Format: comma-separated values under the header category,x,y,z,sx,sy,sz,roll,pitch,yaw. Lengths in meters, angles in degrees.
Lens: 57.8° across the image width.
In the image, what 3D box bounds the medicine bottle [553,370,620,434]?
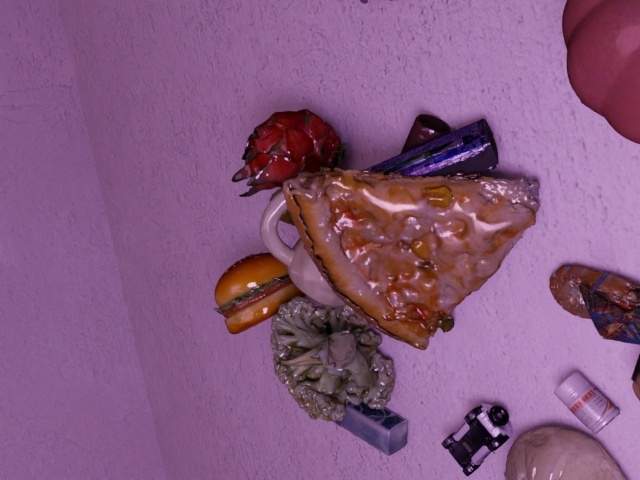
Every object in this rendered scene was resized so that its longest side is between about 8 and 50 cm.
category,x,y,z,sx,sy,sz,roll,pitch,yaw
medicine bottle,0.436,0.266,0.952,0.089,0.057,0.057,49,134,30

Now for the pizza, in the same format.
category,x,y,z,sx,sy,sz,roll,pitch,yaw
pizza,0.155,0.051,1.074,0.434,0.080,0.392,5,127,10

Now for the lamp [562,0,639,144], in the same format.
category,x,y,z,sx,sy,sz,roll,pitch,yaw
lamp,0.437,-0.236,0.663,0.305,0.239,0.306,-6,70,17

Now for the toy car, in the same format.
category,x,y,z,sx,sy,sz,roll,pitch,yaw
toy car,0.310,0.380,1.127,0.080,0.070,0.171,50,136,29

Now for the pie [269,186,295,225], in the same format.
category,x,y,z,sx,sy,sz,roll,pitch,yaw
pie,-0.025,-0.082,1.309,0.187,0.186,0.041,-36,49,49

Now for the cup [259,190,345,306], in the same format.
category,x,y,z,sx,sy,sz,roll,pitch,yaw
cup,0.011,0.011,1.199,0.202,0.255,0.173,-56,41,12

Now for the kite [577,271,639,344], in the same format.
category,x,y,z,sx,sy,sz,roll,pitch,yaw
kite,0.464,0.118,0.869,0.182,0.010,0.160,32,153,12

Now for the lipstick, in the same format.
category,x,y,z,sx,sy,sz,roll,pitch,yaw
lipstick,0.085,0.417,1.404,0.289,0.077,0.076,19,114,45

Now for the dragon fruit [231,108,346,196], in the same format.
category,x,y,z,sx,sy,sz,roll,pitch,yaw
dragon fruit,-0.075,-0.193,1.308,0.273,0.192,0.193,-12,98,9

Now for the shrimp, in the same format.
category,x,y,z,sx,sy,sz,roll,pitch,yaw
shrimp,0.444,0.084,0.909,0.184,0.043,0.092,3,110,56

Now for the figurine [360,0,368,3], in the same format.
category,x,y,z,sx,sy,sz,roll,pitch,yaw
figurine,0.125,-0.511,1.084,0.156,0.094,0.115,32,104,62

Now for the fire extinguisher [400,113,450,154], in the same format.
category,x,y,z,sx,sy,sz,roll,pitch,yaw
fire extinguisher,0.188,-0.123,1.134,0.099,0.071,0.231,34,127,21

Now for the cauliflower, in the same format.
category,x,y,z,sx,sy,sz,roll,pitch,yaw
cauliflower,0.041,0.247,1.295,0.327,0.260,0.281,36,139,-5

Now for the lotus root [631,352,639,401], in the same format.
category,x,y,z,sx,sy,sz,roll,pitch,yaw
lotus root,0.528,0.217,0.777,0.221,0.125,0.118,31,82,45

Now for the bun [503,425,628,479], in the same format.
category,x,y,z,sx,sy,sz,roll,pitch,yaw
bun,0.404,0.435,0.978,0.220,0.134,0.221,18,115,42

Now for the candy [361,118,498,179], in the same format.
category,x,y,z,sx,sy,sz,roll,pitch,yaw
candy,0.162,-0.120,1.050,0.312,0.088,0.061,-20,124,25

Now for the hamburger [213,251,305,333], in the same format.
category,x,y,z,sx,sy,sz,roll,pitch,yaw
hamburger,-0.168,0.124,1.499,0.246,0.246,0.170,-28,88,50
